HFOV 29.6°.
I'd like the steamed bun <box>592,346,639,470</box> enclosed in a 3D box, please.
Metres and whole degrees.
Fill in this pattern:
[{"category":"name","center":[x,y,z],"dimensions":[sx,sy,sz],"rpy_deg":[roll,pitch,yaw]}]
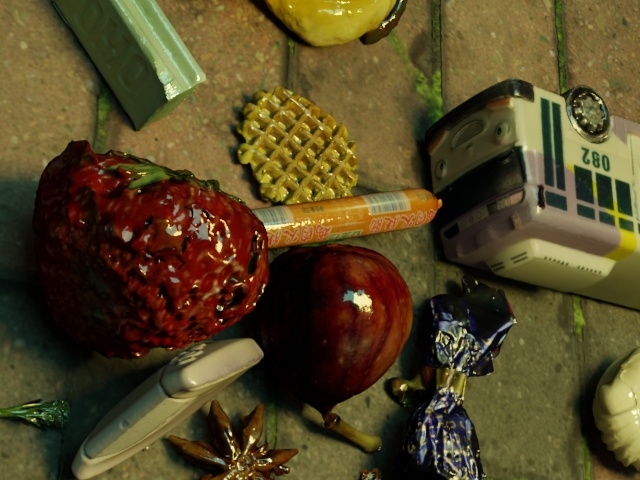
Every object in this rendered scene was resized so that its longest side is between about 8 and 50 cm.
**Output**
[{"category":"steamed bun","center":[0.452,0.243,1.699],"dimensions":[0.183,0.106,0.183],"rpy_deg":[14,65,-32]}]

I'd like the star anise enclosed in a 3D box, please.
[{"category":"star anise","center":[-0.096,0.257,1.358],"dimensions":[0.168,0.057,0.168],"rpy_deg":[15,62,-29]}]

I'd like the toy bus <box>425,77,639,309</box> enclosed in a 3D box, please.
[{"category":"toy bus","center":[0.374,-0.048,1.708],"dimensions":[0.440,0.209,0.249],"rpy_deg":[14,64,-30]}]

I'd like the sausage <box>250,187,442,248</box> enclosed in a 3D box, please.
[{"category":"sausage","center":[0.012,-0.026,1.524],"dimensions":[0.347,0.053,0.053],"rpy_deg":[-9,75,-29]}]

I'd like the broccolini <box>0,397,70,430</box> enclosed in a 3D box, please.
[{"category":"broccolini","center":[-0.329,0.175,1.262],"dimensions":[0.140,0.030,0.035],"rpy_deg":[9,57,-26]}]

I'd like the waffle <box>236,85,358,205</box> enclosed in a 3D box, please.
[{"category":"waffle","center":[-0.028,-0.114,1.576],"dimensions":[0.191,0.038,0.191],"rpy_deg":[14,64,-29]}]

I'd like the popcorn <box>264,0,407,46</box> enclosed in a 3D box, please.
[{"category":"popcorn","center":[0.043,-0.430,1.608],"dimensions":[0.349,0.349,0.382],"rpy_deg":[-65,147,-34]}]

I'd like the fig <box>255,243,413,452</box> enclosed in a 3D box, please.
[{"category":"fig","center":[0.006,0.128,1.422],"dimensions":[0.186,0.204,0.250],"rpy_deg":[12,95,2]}]

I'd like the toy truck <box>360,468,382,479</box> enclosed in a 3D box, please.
[{"category":"toy truck","center":[0.062,0.318,1.457],"dimensions":[0.032,0.024,0.083],"rpy_deg":[42,43,-49]}]

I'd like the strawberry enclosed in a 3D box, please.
[{"category":"strawberry","center":[-0.187,0.024,1.287],"dimensions":[0.274,0.274,0.220],"rpy_deg":[20,94,-25]}]

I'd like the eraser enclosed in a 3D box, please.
[{"category":"eraser","center":[-0.144,0.154,1.310],"dimensions":[0.059,0.204,0.243],"rpy_deg":[52,30,5]}]

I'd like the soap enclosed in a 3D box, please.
[{"category":"soap","center":[-0.232,-0.242,1.449],"dimensions":[0.063,0.114,0.198],"rpy_deg":[-34,90,-38]}]

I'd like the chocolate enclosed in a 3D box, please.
[{"category":"chocolate","center":[0.162,0.176,1.533],"dimensions":[0.148,0.126,0.343],"rpy_deg":[5,55,14]}]

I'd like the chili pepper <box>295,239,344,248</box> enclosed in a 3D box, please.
[{"category":"chili pepper","center":[-0.001,-0.001,1.555],"dimensions":[0.091,0.034,0.030],"rpy_deg":[-30,122,-40]}]
